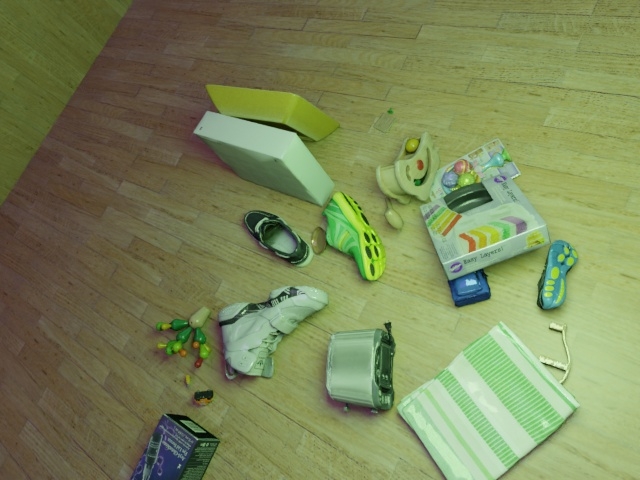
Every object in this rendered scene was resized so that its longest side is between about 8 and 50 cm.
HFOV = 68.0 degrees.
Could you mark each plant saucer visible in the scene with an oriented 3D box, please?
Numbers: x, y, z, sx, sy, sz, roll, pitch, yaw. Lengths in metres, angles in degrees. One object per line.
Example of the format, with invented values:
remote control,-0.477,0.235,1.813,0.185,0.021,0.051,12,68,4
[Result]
plant saucer,0.000,0.000,1.426,0.083,0.015,0.084,-5,84,59
plant saucer,-0.150,-0.394,1.515,0.332,0.332,0.081,14,94,25

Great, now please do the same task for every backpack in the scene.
backpack,0.361,0.087,1.171,0.097,0.101,0.120,-15,60,13

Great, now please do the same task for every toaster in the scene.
toaster,0.101,0.310,1.186,0.146,0.129,0.227,-7,66,27

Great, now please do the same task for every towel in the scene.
towel,0.360,0.369,1.054,0.325,0.038,0.248,-43,58,8

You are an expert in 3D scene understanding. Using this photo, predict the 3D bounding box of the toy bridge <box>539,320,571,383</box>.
toy bridge,0.517,0.272,1.050,0.063,0.026,0.188,16,76,30

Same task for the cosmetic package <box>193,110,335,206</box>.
cosmetic package,-0.173,-0.255,1.488,0.377,0.284,0.097,22,79,32

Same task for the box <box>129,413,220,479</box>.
box,-0.404,0.614,1.319,0.153,0.108,0.207,18,76,31

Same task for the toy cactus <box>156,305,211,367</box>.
toy cactus,-0.409,0.292,1.488,0.219,0.112,0.180,18,58,35

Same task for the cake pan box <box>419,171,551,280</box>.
cake pan box,0.391,-0.044,1.172,0.245,0.070,0.267,-20,34,13

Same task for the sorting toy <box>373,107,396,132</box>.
sorting toy,0.213,-0.384,1.511,0.062,0.012,0.083,38,91,39

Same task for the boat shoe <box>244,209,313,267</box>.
boat shoe,-0.147,-0.026,1.486,0.302,0.091,0.114,29,83,34

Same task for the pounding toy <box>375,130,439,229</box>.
pounding toy,0.209,-0.179,1.318,0.154,0.154,0.270,-7,49,45

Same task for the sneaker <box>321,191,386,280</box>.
sneaker,0.092,-0.001,1.362,0.123,0.109,0.296,-43,53,29

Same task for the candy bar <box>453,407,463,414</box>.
candy bar,0.359,0.402,1.077,0.161,0.018,0.040,18,77,33

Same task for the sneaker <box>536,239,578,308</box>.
sneaker,0.538,0.077,1.100,0.067,0.078,0.188,27,65,4

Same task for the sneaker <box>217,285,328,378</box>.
sneaker,-0.131,0.263,1.326,0.365,0.137,0.210,-19,61,25

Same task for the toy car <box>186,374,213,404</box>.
toy car,-0.362,0.451,1.426,0.122,0.060,0.041,39,133,51

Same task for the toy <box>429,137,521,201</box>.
toy,0.401,-0.184,1.298,0.237,0.056,0.137,-26,57,15
